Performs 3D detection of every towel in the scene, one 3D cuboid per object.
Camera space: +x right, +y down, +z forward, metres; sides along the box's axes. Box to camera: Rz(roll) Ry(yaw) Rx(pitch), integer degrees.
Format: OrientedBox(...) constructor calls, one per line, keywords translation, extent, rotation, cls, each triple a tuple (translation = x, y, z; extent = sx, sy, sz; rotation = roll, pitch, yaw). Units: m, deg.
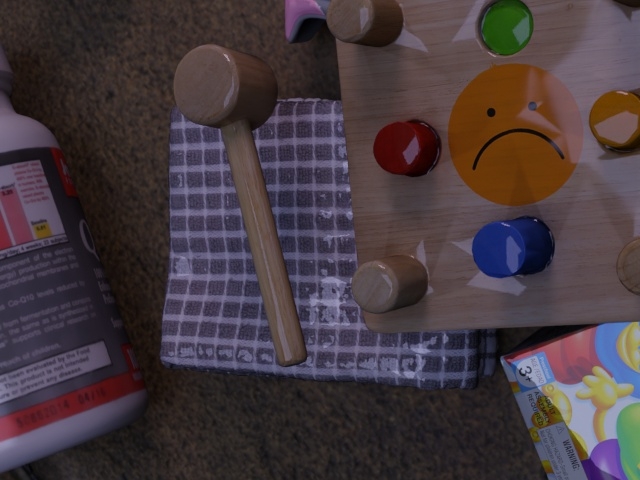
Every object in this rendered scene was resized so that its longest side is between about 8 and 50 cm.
OrientedBox(translation=(0.000, 0.000, 1.083), extent=(0.284, 0.121, 0.235), rotation=(0, 95, 22), cls="towel")

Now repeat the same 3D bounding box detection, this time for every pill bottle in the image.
OrientedBox(translation=(-0.302, 0.016, 1.158), extent=(0.210, 0.210, 0.363), rotation=(-21, 87, 23), cls="pill bottle")

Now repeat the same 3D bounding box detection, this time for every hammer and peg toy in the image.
OrientedBox(translation=(0.088, -0.058, 0.919), extent=(0.361, 0.127, 0.266), rotation=(-6, 91, 28), cls="hammer and peg toy")

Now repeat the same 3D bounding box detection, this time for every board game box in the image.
OrientedBox(translation=(0.295, 0.092, 0.959), extent=(0.275, 0.144, 0.142), rotation=(-23, 87, 23), cls="board game box")

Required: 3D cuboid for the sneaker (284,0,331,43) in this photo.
OrientedBox(translation=(0.112, -0.159, 1.036), extent=(0.319, 0.112, 0.131), rotation=(29, 112, 24), cls="sneaker")
